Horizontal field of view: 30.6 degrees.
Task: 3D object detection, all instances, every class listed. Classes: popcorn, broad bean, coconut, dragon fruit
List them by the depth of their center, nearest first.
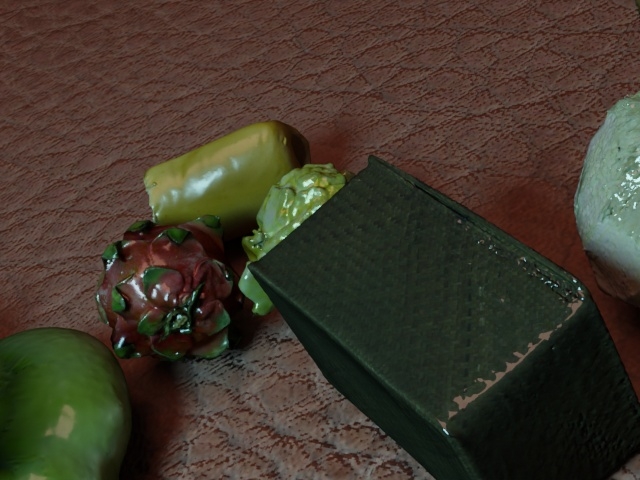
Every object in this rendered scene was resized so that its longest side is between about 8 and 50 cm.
[{"bbox_3d":[0.282,-0.026,0.884,0.194,0.194,0.194,-18,41,17],"label":"coconut"},{"bbox_3d":[-0.266,0.194,1.060,0.238,0.119,0.291,-50,38,0],"label":"broad bean"},{"bbox_3d":[0.000,0.000,1.069,0.162,0.141,0.135,-9,4,-18],"label":"popcorn"},{"bbox_3d":[-0.148,0.052,1.127,0.137,0.236,0.135,-1,79,-13],"label":"dragon fruit"}]

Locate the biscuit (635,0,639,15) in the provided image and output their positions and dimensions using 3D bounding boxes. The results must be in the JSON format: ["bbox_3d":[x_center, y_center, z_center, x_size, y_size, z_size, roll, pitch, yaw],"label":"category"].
[{"bbox_3d":[0.392,-0.219,1.098,0.172,0.029,0.254,-29,37,25],"label":"biscuit"}]

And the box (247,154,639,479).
[{"bbox_3d":[0.092,0.078,0.891,0.143,0.184,0.273,-40,40,-11],"label":"box"}]

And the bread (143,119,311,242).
[{"bbox_3d":[-0.087,-0.050,1.193,0.173,0.134,0.085,-24,72,8],"label":"bread"}]
